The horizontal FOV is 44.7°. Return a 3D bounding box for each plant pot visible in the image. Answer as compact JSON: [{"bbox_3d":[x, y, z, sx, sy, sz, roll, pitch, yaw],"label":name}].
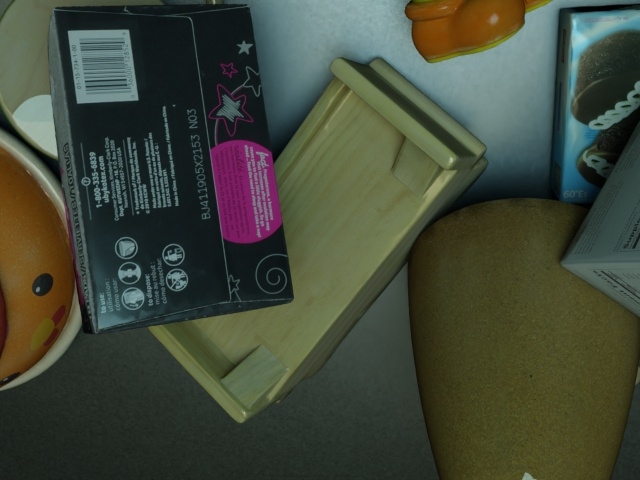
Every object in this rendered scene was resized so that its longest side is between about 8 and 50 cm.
[{"bbox_3d":[0.188,0.132,0.718,0.237,0.254,0.237,7,140,6],"label":"plant pot"}]

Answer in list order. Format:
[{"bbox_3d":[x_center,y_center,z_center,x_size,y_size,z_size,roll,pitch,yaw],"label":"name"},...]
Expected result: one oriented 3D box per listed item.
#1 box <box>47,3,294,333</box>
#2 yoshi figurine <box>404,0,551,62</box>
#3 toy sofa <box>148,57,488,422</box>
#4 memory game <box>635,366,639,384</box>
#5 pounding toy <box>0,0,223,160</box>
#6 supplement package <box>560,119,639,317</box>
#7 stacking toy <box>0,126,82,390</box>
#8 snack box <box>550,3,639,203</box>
[{"bbox_3d":[-0.135,-0.054,0.658,0.163,0.142,0.248,-7,86,-21],"label":"box"},{"bbox_3d":[0.103,-0.349,0.629,0.203,0.203,0.362,-28,106,-2],"label":"yoshi figurine"},{"bbox_3d":[0.000,0.000,0.808,0.150,0.177,0.363,42,111,13],"label":"toy sofa"},{"bbox_3d":[0.280,0.141,0.902,0.186,0.012,0.186,1,112,3],"label":"memory game"},{"bbox_3d":[-0.202,-0.169,0.775,0.236,0.110,0.183,-18,101,-20],"label":"pounding toy"},{"bbox_3d":[0.365,-0.039,0.627,0.204,0.145,0.262,33,81,-9],"label":"supplement package"},{"bbox_3d":[-0.438,0.093,0.678,0.350,0.480,0.351,2,113,4],"label":"stacking toy"},{"bbox_3d":[0.395,-0.136,0.754,0.321,0.060,0.187,-2,112,4],"label":"snack box"}]
